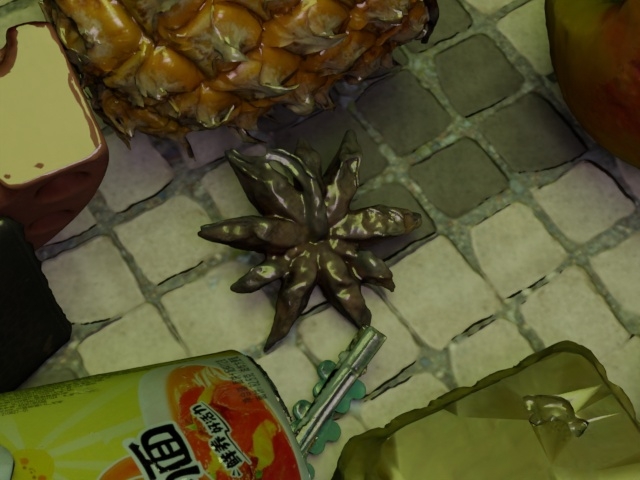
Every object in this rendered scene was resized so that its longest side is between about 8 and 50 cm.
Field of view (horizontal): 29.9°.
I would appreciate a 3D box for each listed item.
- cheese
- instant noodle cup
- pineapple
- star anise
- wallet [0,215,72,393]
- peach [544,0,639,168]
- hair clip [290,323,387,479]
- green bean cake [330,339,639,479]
[{"bbox_3d":[-0.248,-0.077,0.895,0.177,0.203,0.128,-30,76,21],"label":"cheese"},{"bbox_3d":[-0.122,0.200,0.818,0.200,0.264,0.264,-14,65,-22],"label":"instant noodle cup"},{"bbox_3d":[-0.089,-0.244,0.999,0.300,0.352,0.352,-24,67,-5],"label":"pineapple"},{"bbox_3d":[0.000,0.000,1.000,0.195,0.065,0.182,-14,90,-20],"label":"star anise"},{"bbox_3d":[-0.323,0.126,0.875,0.044,0.170,0.321,32,64,28],"label":"wallet"},{"bbox_3d":[0.381,-0.176,1.009,0.373,0.372,0.289,11,95,2],"label":"peach"},{"bbox_3d":[0.001,0.142,0.959,0.049,0.049,0.173,32,70,11],"label":"hair clip"},{"bbox_3d":[0.149,0.211,0.888,0.236,0.124,0.233,-23,67,-15],"label":"green bean cake"}]
